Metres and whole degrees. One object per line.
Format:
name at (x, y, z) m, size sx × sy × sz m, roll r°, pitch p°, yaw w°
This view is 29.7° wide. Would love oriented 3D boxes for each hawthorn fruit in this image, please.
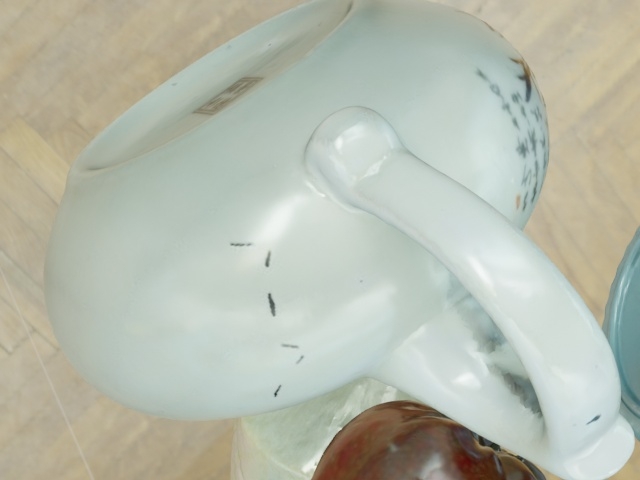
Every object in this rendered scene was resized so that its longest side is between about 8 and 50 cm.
hawthorn fruit at (0.065, 0.252, 0.950) m, size 0.208 × 0.208 × 0.248 m, roll 38°, pitch 91°, yaw -28°

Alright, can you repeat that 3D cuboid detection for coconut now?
coconut at (0.051, 0.194, 1.291) m, size 0.329 × 0.329 × 0.328 m, roll -7°, pitch 109°, yaw -21°

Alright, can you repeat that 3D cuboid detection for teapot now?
teapot at (0.000, 0.000, 0.464) m, size 0.208 × 0.300 × 0.166 m, roll -25°, pitch 116°, yaw -17°

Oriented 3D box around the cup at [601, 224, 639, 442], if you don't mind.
cup at (0.410, 0.057, 0.923) m, size 0.311 × 0.257 × 0.331 m, roll 22°, pitch 63°, yaw -19°
